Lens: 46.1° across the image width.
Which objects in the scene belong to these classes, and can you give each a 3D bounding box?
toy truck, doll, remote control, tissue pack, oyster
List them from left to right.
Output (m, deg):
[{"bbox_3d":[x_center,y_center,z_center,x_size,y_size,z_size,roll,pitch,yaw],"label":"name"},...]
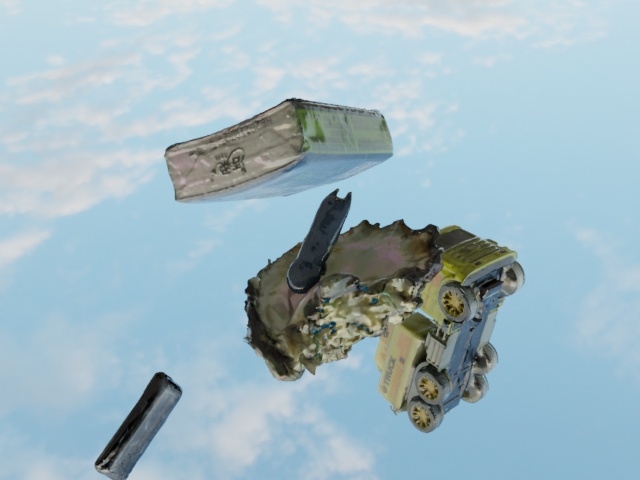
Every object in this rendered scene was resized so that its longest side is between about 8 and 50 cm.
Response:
[{"bbox_3d":[-0.150,0.159,0.637,0.014,0.039,0.096,13,-120,42],"label":"remote control"},{"bbox_3d":[-0.062,-0.162,1.431,0.288,0.124,0.394,-18,177,28],"label":"tissue pack"},{"bbox_3d":[0.000,0.000,0.797,0.037,0.027,0.125,19,-105,26],"label":"doll"},{"bbox_3d":[0.021,0.053,0.820,0.198,0.092,0.260,-2,-157,32],"label":"oyster"},{"bbox_3d":[0.146,0.110,0.976,0.124,0.272,0.157,-21,-137,-39],"label":"toy truck"}]
